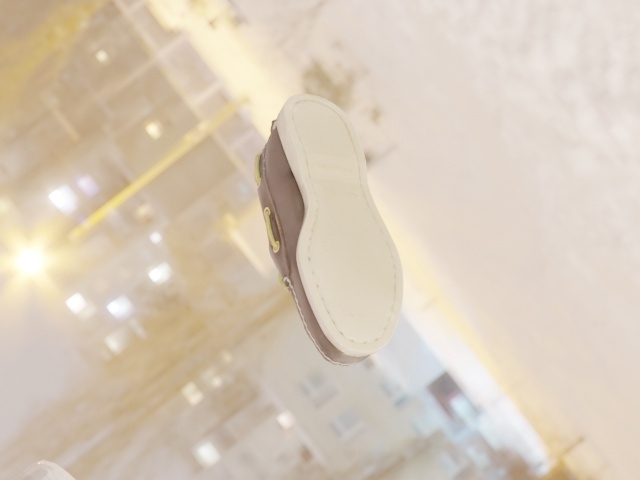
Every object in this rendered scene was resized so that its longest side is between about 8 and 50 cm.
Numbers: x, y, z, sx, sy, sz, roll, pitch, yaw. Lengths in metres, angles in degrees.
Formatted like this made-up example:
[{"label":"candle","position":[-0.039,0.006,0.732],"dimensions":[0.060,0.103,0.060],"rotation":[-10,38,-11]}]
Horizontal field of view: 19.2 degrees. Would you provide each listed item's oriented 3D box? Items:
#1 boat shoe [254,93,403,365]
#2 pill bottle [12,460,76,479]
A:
[{"label":"boat shoe","position":[0.000,0.000,1.919],"dimensions":[0.116,0.097,0.324],"rotation":[10,-132,-29]},{"label":"pill bottle","position":[-0.375,0.445,2.013],"dimensions":[0.229,0.407,0.229],"rotation":[44,164,16]}]
